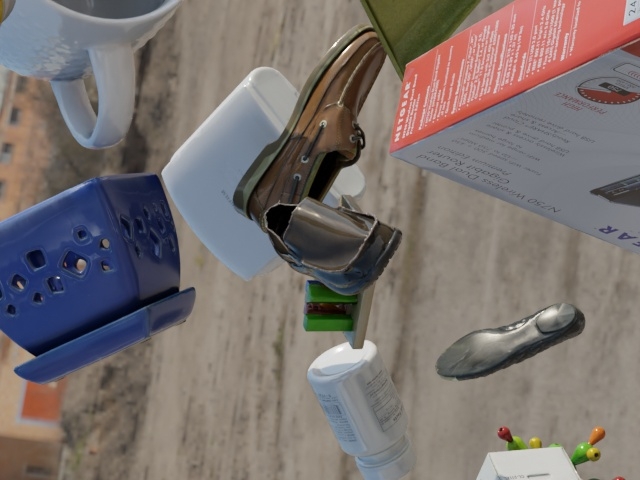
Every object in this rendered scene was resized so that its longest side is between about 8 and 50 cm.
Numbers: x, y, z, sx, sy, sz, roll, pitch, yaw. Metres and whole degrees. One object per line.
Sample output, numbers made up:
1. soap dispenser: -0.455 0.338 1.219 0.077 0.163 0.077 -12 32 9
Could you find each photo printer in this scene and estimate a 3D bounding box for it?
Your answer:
1. photo printer: -0.105 -0.090 1.796 0.307 0.256 0.107 -38 -1 41

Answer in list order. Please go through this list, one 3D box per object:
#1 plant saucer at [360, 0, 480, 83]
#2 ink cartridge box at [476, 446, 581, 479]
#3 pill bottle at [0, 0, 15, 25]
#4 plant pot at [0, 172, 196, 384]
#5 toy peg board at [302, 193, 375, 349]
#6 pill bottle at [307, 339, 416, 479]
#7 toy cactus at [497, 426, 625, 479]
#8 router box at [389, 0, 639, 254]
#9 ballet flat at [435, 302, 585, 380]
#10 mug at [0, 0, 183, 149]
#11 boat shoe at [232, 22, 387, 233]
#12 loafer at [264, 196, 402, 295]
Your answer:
1. plant saucer: 0.113 -0.308 1.310 0.045 0.188 0.188 33 77 37
2. ink cartridge box: 0.291 0.389 1.671 0.072 0.127 0.175 -111 27 -46
3. pill bottle: -0.375 -0.221 1.078 0.208 0.119 0.119 -73 0 -63
4. plant pot: -0.309 0.052 1.499 0.212 0.236 0.236 66 -167 0
5. toy peg board: 0.012 0.038 1.519 0.160 0.079 0.161 -121 38 -61
6. pill bottle: 0.078 0.299 1.947 0.131 0.131 0.229 -122 8 -72
7. toy cactus: 0.392 0.368 1.785 0.219 0.180 0.112 7 50 39
8. router box: 0.271 -0.077 0.809 0.301 0.335 0.082 -21 53 61
9. ballet flat: 0.208 0.118 1.235 0.049 0.173 0.057 50 -157 -47
10. mug: -0.317 -0.300 1.451 0.328 0.276 0.374 -24 80 61
11. boat shoe: 0.013 -0.137 1.501 0.307 0.104 0.111 -58 -25 3
12. loafer: 0.000 0.000 1.137 0.080 0.078 0.220 -59 25 -15
